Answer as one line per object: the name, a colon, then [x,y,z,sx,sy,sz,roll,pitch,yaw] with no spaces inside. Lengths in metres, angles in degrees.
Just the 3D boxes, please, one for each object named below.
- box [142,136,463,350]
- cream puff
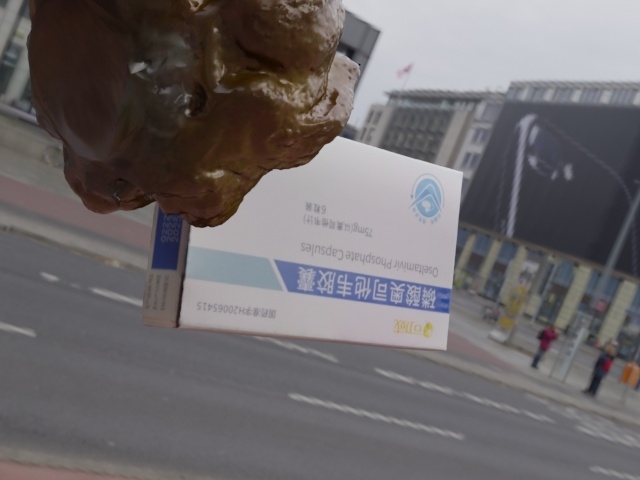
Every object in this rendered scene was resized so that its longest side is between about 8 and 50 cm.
box: [0.000,0.000,0.859,0.343,0.200,0.065,11,-7,-40]
cream puff: [-0.099,-0.124,0.606,0.241,0.269,0.155,42,36,8]
